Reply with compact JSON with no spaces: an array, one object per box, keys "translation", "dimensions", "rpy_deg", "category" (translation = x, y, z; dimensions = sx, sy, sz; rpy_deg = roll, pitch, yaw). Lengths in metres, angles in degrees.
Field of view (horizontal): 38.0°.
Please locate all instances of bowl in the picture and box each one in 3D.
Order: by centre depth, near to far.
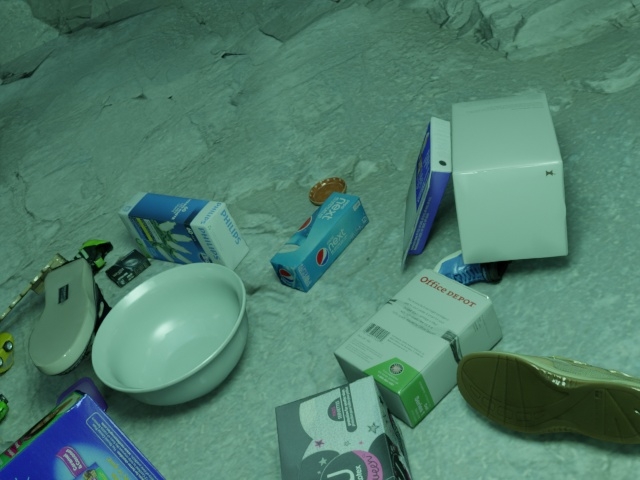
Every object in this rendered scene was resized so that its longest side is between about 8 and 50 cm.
[{"translation":[-0.245,0.188,1.652],"dimensions":[0.298,0.134,0.298],"rpy_deg":[-15,38,13],"category":"bowl"}]

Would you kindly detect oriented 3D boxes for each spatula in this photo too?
[{"translation":[-0.389,0.343,1.634],"dimensions":[0.084,0.030,0.296],"rpy_deg":[-37,39,-13],"category":"spatula"}]

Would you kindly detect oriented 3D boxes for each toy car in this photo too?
[{"translation":[-0.667,0.305,1.823],"dimensions":[0.239,0.053,0.225],"rpy_deg":[-41,40,-19],"category":"toy car"}]

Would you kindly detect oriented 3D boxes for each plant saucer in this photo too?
[{"translation":[0.016,-0.102,1.953],"dimensions":[0.083,0.013,0.083],"rpy_deg":[-15,38,12],"category":"plant saucer"}]

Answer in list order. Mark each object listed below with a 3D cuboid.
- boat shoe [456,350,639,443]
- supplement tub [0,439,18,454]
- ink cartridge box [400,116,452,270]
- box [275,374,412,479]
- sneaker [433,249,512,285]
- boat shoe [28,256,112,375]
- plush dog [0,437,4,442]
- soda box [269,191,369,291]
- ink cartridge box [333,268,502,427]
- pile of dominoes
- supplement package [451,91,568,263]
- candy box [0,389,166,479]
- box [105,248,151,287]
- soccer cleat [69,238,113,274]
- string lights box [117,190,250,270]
[{"translation":[0.342,0.217,1.322],"dimensions":[0.302,0.109,0.098],"rpy_deg":[5,7,35],"category":"boat shoe"},{"translation":[-0.527,0.449,1.450],"dimensions":[0.316,0.193,0.193],"rpy_deg":[-37,38,-15],"category":"supplement tub"},{"translation":[0.191,-0.081,1.676],"dimensions":[0.045,0.206,0.208],"rpy_deg":[12,43,-1],"category":"ink cartridge box"},{"translation":[0.041,0.337,1.300],"dimensions":[0.163,0.142,0.247],"rpy_deg":[-20,37,8],"category":"box"},{"translation":[0.261,0.052,1.588],"dimensions":[0.152,0.058,0.084],"rpy_deg":[-32,28,-20],"category":"sneaker"},{"translation":[-0.448,0.176,1.751],"dimensions":[0.127,0.158,0.340],"rpy_deg":[-23,30,6],"category":"boat shoe"},{"translation":[-0.658,0.406,1.619],"dimensions":[0.225,0.210,0.262],"rpy_deg":[-14,27,-17],"category":"plush dog"},{"translation":[0.000,0.000,1.795],"dimensions":[0.071,0.067,0.210],"rpy_deg":[15,52,41],"category":"soda box"},{"translation":[0.158,0.165,1.481],"dimensions":[0.219,0.092,0.160],"rpy_deg":[-40,40,-19],"category":"ink cartridge box"},{"translation":[-0.617,0.134,1.928],"dimensions":[0.251,0.040,0.196],"rpy_deg":[-49,11,-4],"category":"pile of dominoes"},{"translation":[0.319,-0.113,1.599],"dimensions":[0.175,0.177,0.293],"rpy_deg":[-5,29,10],"category":"supplement package"},{"translation":[-0.379,0.420,1.332],"dimensions":[0.317,0.268,0.122],"rpy_deg":[-42,9,-22],"category":"candy box"},{"translation":[-0.415,0.060,2.001],"dimensions":[0.083,0.018,0.067],"rpy_deg":[-39,38,-18],"category":"box"},{"translation":[-0.514,0.058,2.029],"dimensions":[0.072,0.060,0.179],"rpy_deg":[-5,39,23],"category":"soccer cleat"},{"translation":[-0.285,-0.020,1.927],"dimensions":[0.260,0.133,0.077],"rpy_deg":[8,48,37],"category":"string lights box"}]
